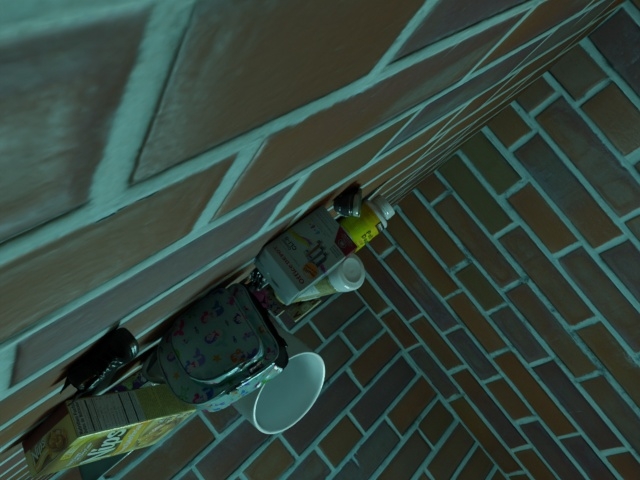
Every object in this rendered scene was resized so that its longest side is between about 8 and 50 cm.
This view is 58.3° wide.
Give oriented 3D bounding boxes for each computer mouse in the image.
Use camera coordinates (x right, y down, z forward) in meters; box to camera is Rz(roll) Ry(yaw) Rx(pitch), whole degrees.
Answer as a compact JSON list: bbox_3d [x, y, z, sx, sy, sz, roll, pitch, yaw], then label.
[{"bbox_3d":[-0.227,0.173,1.475,0.272,0.072,0.188,-38,176,-16],"label":"computer mouse"}]

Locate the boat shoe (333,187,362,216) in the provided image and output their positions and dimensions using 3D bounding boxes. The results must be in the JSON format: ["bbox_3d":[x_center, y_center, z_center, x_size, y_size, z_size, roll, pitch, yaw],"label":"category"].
[{"bbox_3d":[0.069,-0.095,1.433,0.064,0.075,0.206,3,-174,6],"label":"boat shoe"}]

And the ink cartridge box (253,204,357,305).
[{"bbox_3d":[-0.036,0.035,1.278,0.176,0.128,0.127,-38,175,-25],"label":"ink cartridge box"}]

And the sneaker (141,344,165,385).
[{"bbox_3d":[-0.395,0.327,1.462,0.129,0.111,0.297,-33,174,-1],"label":"sneaker"}]

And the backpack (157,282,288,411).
[{"bbox_3d":[-0.225,0.241,1.253,0.253,0.225,0.191,-35,153,1],"label":"backpack"}]

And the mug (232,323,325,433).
[{"bbox_3d":[-0.199,0.342,1.737,0.276,0.328,0.374,-32,133,-31],"label":"mug"}]

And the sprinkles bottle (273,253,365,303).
[{"bbox_3d":[-0.013,0.130,1.897,0.355,0.121,0.121,-19,-168,49],"label":"sprinkles bottle"}]

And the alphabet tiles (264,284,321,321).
[{"bbox_3d":[-0.102,0.196,2.078,0.198,0.009,0.237,-38,-140,-11],"label":"alphabet tiles"}]

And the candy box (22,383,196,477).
[{"bbox_3d":[-0.455,0.408,1.267,0.183,0.088,0.316,-42,156,24],"label":"candy box"}]

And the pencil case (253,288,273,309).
[{"bbox_3d":[-0.229,0.229,1.946,0.098,0.095,0.209,-64,-172,-24],"label":"pencil case"}]

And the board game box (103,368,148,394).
[{"bbox_3d":[-0.521,0.411,1.648,0.208,0.056,0.347,-37,178,36],"label":"board game box"}]

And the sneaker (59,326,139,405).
[{"bbox_3d":[-0.344,0.196,0.884,0.089,0.051,0.170,-41,-178,-43],"label":"sneaker"}]

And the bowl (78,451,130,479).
[{"bbox_3d":[-0.678,0.640,1.882,0.311,0.163,0.311,-38,176,-3],"label":"bowl"}]

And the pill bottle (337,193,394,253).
[{"bbox_3d":[0.133,-0.052,1.860,0.215,0.117,0.117,-39,176,-2],"label":"pill bottle"}]
